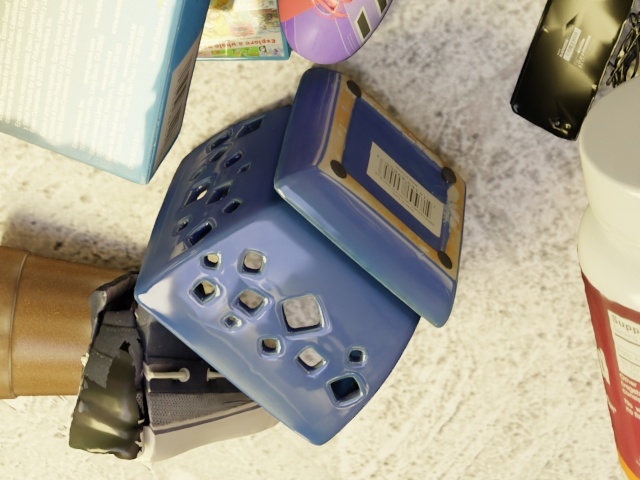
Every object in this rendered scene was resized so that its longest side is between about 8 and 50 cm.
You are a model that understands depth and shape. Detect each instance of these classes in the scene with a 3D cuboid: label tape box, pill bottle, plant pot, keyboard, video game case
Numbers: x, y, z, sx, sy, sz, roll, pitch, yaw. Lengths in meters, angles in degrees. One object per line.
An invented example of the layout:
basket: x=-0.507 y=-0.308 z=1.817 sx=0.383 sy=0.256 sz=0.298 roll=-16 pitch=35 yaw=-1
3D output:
label tape box: x=-0.261 y=-0.215 z=1.480 sx=0.333 sy=0.106 sz=0.240 roll=21 pitch=130 yaw=4
pill bottle: x=0.348 y=0.054 z=1.588 sx=0.224 sy=0.224 sz=0.392 roll=-4 pitch=128 yaw=16
plant pot: x=0.000 y=0.000 z=1.635 sx=0.236 sy=0.236 sz=0.212 roll=41 pitch=120 yaw=-18
keyboard: x=0.238 y=-0.171 z=1.573 sx=0.100 sy=0.038 sz=0.192 roll=33 pitch=133 yaw=17
plant pot: x=-0.259 y=0.089 z=1.818 sx=0.165 sy=0.167 sz=0.167 roll=5 pitch=129 yaw=-1
video game case: x=-0.095 y=-0.233 z=1.604 sx=0.119 sy=0.015 sz=0.166 roll=1 pitch=128 yaw=12

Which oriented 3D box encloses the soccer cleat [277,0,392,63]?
soccer cleat: x=0.033 y=-0.259 z=1.486 sx=0.108 sy=0.116 sz=0.318 roll=23 pitch=129 yaw=-5

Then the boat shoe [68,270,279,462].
boat shoe: x=-0.118 y=0.105 z=1.735 sx=0.127 sy=0.340 sz=0.158 roll=10 pitch=99 yaw=20
